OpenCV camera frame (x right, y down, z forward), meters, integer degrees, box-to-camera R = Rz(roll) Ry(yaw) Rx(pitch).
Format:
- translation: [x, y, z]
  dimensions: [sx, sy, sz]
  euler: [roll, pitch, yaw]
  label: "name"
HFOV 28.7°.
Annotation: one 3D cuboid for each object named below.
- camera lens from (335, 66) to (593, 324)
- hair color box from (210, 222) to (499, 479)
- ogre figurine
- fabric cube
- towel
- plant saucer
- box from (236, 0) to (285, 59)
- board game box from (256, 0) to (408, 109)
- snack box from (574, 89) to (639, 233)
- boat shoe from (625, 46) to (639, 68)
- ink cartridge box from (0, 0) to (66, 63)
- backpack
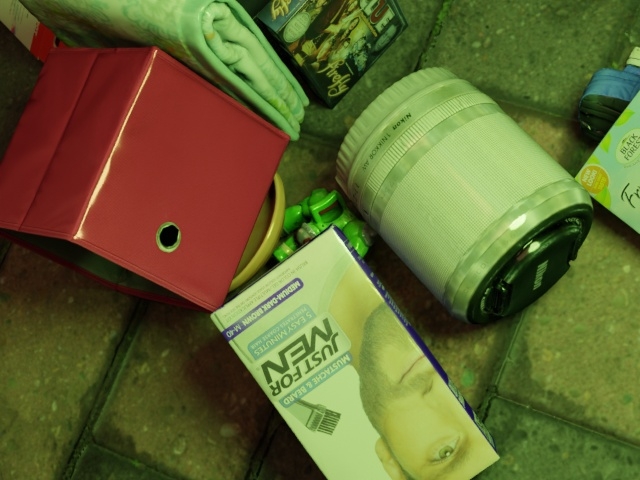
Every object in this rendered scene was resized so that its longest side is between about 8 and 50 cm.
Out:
- translation: [0.178, -0.051, 1.537]
  dimensions: [0.219, 0.219, 0.274]
  euler: [-42, 65, 1]
  label: "camera lens"
- translation: [0.042, 0.169, 1.507]
  dimensions: [0.185, 0.110, 0.339]
  euler: [-37, 91, 4]
  label: "hair color box"
- translation: [0.000, 0.000, 1.641]
  dimensions: [0.118, 0.097, 0.197]
  euler: [-44, 23, -4]
  label: "ogre figurine"
- translation: [-0.241, -0.079, 1.622]
  dimensions: [0.259, 0.254, 0.258]
  euler: [9, 73, 48]
  label: "fabric cube"
- translation: [-0.208, -0.251, 1.645]
  dimensions: [0.320, 0.374, 0.090]
  euler: [17, 77, 24]
  label: "towel"
- translation: [-0.114, -0.013, 1.680]
  dimensions: [0.200, 0.037, 0.200]
  euler: [-28, 47, 35]
  label: "plant saucer"
- translation: [-0.103, -0.353, 1.684]
  dimensions: [0.108, 0.207, 0.153]
  euler: [-44, 69, 9]
  label: "box"
- translation: [0.023, -0.289, 1.651]
  dimensions: [0.042, 0.243, 0.165]
  euler: [42, 89, 24]
  label: "board game box"
- translation: [0.433, -0.077, 1.477]
  dimensions: [0.207, 0.070, 0.174]
  euler: [40, 127, 13]
  label: "snack box"
- translation: [0.445, -0.227, 1.610]
  dimensions: [0.100, 0.035, 0.035]
  euler: [20, 83, 29]
  label: "boat shoe"
- translation: [-0.416, -0.367, 1.875]
  dimensions: [0.231, 0.078, 0.134]
  euler: [45, 130, 24]
  label: "ink cartridge box"
- translation: [0.390, -0.167, 1.577]
  dimensions: [0.120, 0.098, 0.101]
  euler: [11, 47, 21]
  label: "backpack"
